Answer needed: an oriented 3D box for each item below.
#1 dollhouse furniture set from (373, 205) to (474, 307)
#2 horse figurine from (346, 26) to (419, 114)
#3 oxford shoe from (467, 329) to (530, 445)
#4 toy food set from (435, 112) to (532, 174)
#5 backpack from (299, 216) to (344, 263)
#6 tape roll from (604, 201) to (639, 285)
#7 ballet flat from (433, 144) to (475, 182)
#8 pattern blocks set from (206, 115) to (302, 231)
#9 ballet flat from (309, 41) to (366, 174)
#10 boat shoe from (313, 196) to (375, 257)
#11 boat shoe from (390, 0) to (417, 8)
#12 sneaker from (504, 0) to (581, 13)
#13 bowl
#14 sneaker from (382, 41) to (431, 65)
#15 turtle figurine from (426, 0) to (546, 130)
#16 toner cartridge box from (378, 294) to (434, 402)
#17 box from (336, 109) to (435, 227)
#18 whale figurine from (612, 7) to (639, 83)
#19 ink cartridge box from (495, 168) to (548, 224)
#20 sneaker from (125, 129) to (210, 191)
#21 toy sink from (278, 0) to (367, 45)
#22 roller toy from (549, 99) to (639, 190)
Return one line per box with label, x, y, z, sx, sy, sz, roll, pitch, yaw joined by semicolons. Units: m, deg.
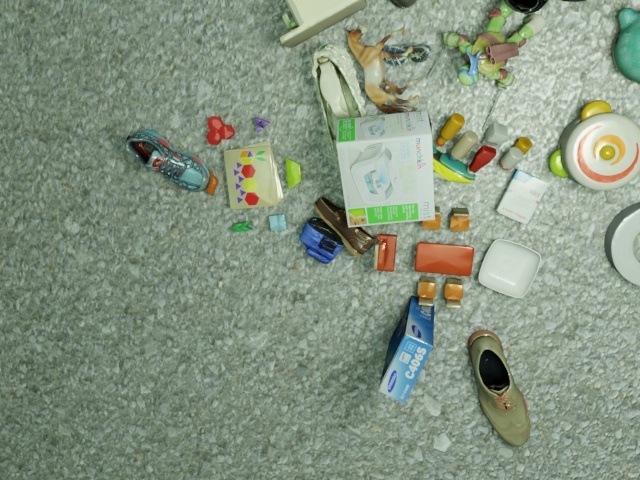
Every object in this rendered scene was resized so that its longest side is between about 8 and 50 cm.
dollhouse furniture set;0.277;0.045;1.807;0.259;0.135;0.261;4;102;8
horse figurine;0.166;-0.432;1.750;0.175;0.066;0.263;-4;114;34
oxford shoe;0.488;0.426;1.853;0.123;0.130;0.348;-23;97;13
toy food set;0.421;-0.235;1.747;0.233;0.111;0.104;13;147;-15
backpack;0.000;0.000;1.862;0.120;0.098;0.101;33;108;0
tape roll;0.856;0.010;1.742;0.220;0.072;0.219;2;102;8
ballet flat;0.301;-0.209;1.793;0.231;0.077;0.077;36;126;3
pattern blocks set;-0.193;-0.182;1.892;0.286;0.026;0.324;4;102;9
ballet flat;0.056;-0.316;1.773;0.147;0.147;0.408;-17;99;12
boat shoe;0.068;-0.051;1.832;0.207;0.073;0.073;48;117;16
boat shoe;0.127;-0.725;1.696;0.112;0.095;0.335;-43;92;14
sneaker;0.532;-0.588;1.596;0.296;0.104;0.146;11;63;-22
bowl;0.507;0.070;1.819;0.142;0.053;0.142;21;105;4
sneaker;0.225;-0.488;1.756;0.135;0.058;0.052;10;129;27
turtle figurine;0.415;-0.478;1.700;0.198;0.274;0.266;40;84;22
toner cartridge box;0.229;0.270;1.752;0.075;0.348;0.165;23;103;5
box;0.168;-0.179;1.704;0.231;0.126;0.261;-4;130;6
whale figurine;0.821;-0.508;1.607;0.216;0.141;0.271;25;103;4
ink cartridge box;0.529;-0.116;1.778;0.089;0.052;0.122;25;103;4
sneaker;-0.430;-0.208;1.865;0.262;0.125;0.104;31;110;8
toy sink;-0.016;-0.608;1.715;0.234;0.153;0.131;-26;96;14
roller toy;0.701;-0.225;1.681;0.191;0.146;0.209;28;104;2
